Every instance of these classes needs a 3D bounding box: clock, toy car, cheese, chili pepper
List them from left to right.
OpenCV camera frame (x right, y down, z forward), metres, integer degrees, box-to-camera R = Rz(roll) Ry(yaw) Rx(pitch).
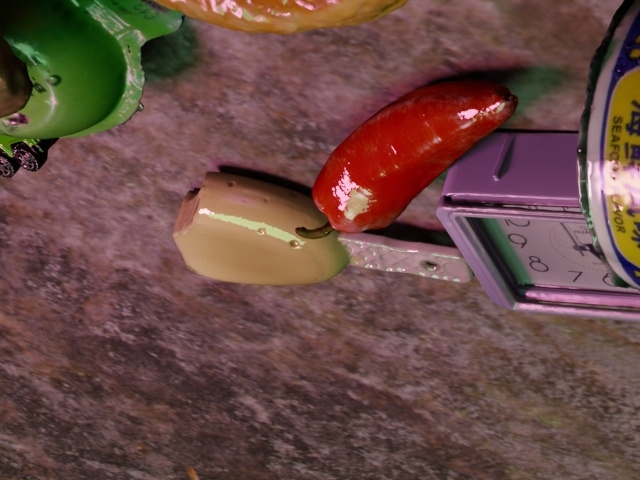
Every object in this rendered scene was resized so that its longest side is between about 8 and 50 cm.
[{"bbox_3d":[-0.263,-0.091,1.593,0.165,0.071,0.062,-8,126,44],"label":"toy car"},{"bbox_3d":[-0.190,-0.155,1.404,0.320,0.083,0.204,-21,126,42],"label":"cheese"},{"bbox_3d":[0.000,0.000,1.597,0.255,0.050,0.127,8,149,21],"label":"cheese"},{"bbox_3d":[0.056,-0.060,1.427,0.071,0.063,0.272,47,141,-4],"label":"chili pepper"},{"bbox_3d":[0.196,-0.009,1.415,0.193,0.073,0.144,3,149,31],"label":"clock"}]

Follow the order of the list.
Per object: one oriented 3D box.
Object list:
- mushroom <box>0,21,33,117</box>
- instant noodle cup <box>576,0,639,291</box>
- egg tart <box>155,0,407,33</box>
[{"bbox_3d":[-0.316,-0.168,1.299,0.292,0.217,0.212,-1,-170,22],"label":"mushroom"},{"bbox_3d":[0.323,-0.044,1.087,0.312,0.284,0.284,10,152,38],"label":"instant noodle cup"},{"bbox_3d":[-0.060,-0.249,1.096,0.319,0.128,0.319,17,148,11],"label":"egg tart"}]
